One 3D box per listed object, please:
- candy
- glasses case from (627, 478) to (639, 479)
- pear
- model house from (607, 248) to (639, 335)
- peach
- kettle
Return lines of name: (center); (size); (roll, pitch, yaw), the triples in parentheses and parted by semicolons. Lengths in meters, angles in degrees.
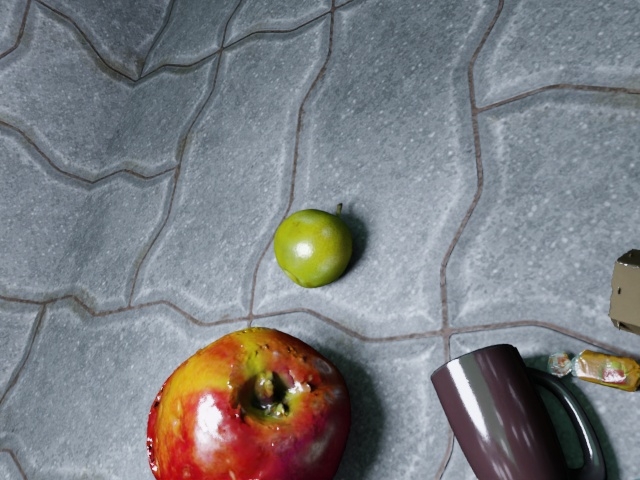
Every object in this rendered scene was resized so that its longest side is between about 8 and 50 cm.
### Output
candy: (0.437, 0.198, 0.758); (0.181, 0.046, 0.053); (4, 71, 43)
glasses case: (0.423, 0.445, 0.594); (0.117, 0.070, 0.301); (-1, 57, -9)
pear: (0.000, 0.000, 1.125); (0.216, 0.166, 0.180); (-45, 30, -23)
model house: (0.494, 0.036, 0.668); (0.180, 0.248, 0.176); (16, 75, 40)
peach: (-0.143, 0.343, 0.966); (0.417, 0.352, 0.340); (119, 161, -55)
kettle: (0.298, 0.287, 0.768); (0.201, 0.144, 0.232); (-14, 60, -7)
